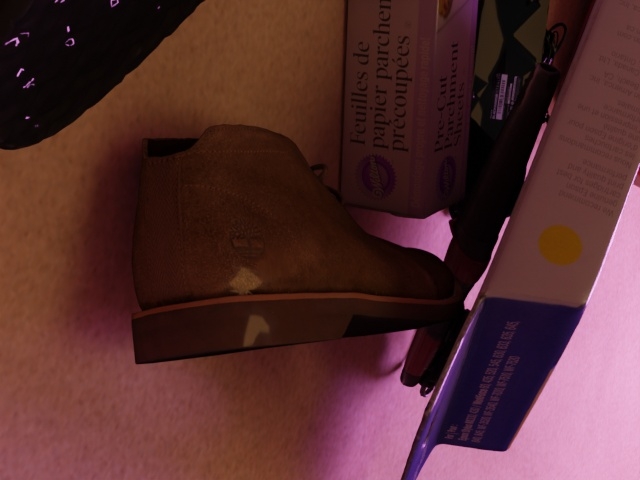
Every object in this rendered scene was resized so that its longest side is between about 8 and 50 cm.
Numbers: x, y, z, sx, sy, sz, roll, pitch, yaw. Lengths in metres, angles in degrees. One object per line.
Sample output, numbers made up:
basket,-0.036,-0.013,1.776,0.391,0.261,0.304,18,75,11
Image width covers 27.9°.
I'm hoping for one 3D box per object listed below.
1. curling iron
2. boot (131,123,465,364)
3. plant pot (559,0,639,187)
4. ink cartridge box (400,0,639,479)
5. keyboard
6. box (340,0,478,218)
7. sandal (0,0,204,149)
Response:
curling iron,0.102,-0.002,0.862,0.068,0.035,0.274,-56,165,-51
boot,0.000,0.000,0.705,0.305,0.112,0.115,5,75,-65
plant pot,0.349,-0.177,1.113,0.243,0.275,0.275,-56,145,-18
ink cartridge box,0.136,0.024,0.803,0.303,0.072,0.307,91,21,-67
keyboard,0.136,-0.110,0.985,0.100,0.038,0.192,1,100,-37
box,0.058,-0.178,0.775,0.067,0.063,0.324,-22,119,-56
sandal,-0.022,-0.223,0.554,0.446,0.107,0.167,-47,171,-29
